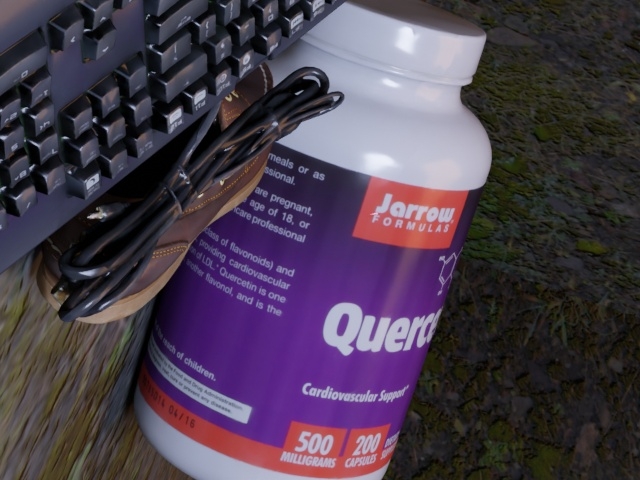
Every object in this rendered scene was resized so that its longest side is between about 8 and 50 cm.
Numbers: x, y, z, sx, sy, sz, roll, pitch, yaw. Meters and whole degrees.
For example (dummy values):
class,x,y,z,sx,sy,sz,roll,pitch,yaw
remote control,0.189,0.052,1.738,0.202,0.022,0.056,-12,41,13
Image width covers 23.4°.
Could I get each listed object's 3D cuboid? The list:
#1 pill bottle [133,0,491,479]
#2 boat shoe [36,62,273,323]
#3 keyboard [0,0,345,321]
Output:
class,x,y,z,sx,sy,sz,roll,pitch,yaw
pill bottle,0.000,0.000,1.011,0.181,0.181,0.323,-58,166,-72
boat shoe,-0.065,-0.045,0.716,0.207,0.073,0.073,-66,175,-53
keyboard,-0.030,-0.076,0.575,0.317,0.033,0.201,-42,159,-31
